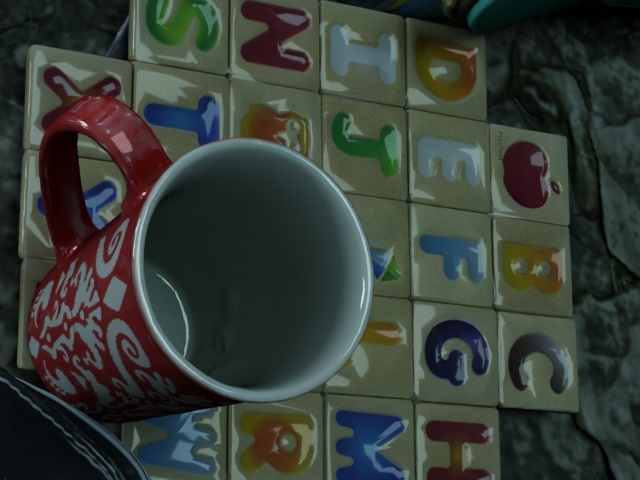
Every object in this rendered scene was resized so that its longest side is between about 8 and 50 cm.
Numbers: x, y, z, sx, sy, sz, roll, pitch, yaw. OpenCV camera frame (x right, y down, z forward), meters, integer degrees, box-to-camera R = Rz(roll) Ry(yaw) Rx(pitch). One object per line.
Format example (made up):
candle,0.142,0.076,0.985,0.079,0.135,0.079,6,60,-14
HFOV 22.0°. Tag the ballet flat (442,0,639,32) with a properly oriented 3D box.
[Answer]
ballet flat,0.167,-0.199,1.028,0.348,0.123,0.123,-14,80,-50

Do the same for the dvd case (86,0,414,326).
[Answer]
dvd case,-0.016,-0.071,0.943,0.221,0.018,0.164,34,59,-18

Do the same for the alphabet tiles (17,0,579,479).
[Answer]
alphabet tiles,0.000,0.000,0.909,0.342,0.011,0.285,7,73,-28

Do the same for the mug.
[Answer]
mug,-0.069,0.012,0.762,0.113,0.169,0.150,-10,82,-30

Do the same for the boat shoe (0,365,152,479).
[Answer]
boat shoe,-0.197,0.075,0.719,0.301,0.102,0.108,28,60,-20

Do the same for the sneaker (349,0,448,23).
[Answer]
sneaker,0.039,-0.229,1.015,0.082,0.069,0.209,-1,72,-47
